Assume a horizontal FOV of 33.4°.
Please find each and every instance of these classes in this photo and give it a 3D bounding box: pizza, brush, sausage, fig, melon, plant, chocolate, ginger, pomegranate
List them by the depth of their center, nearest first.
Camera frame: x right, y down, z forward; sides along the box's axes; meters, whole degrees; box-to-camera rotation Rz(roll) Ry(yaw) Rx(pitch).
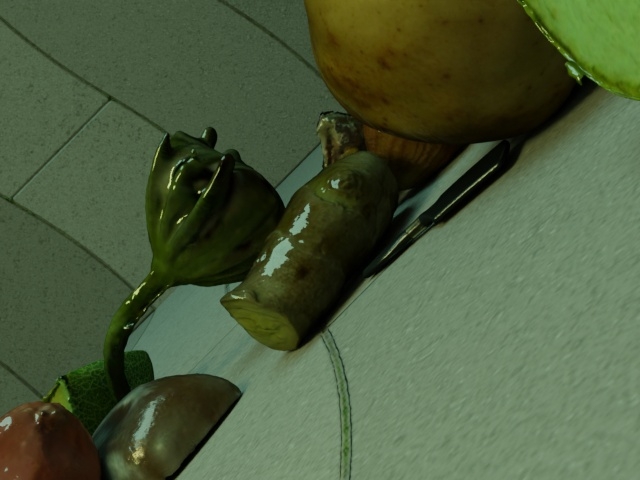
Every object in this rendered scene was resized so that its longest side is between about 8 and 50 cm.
[{"bbox_3d":[0.119,-0.224,0.977,0.307,0.307,0.307,-44,7,7],"label":"pomegranate"},{"bbox_3d":[0.108,-0.025,1.010,0.193,0.016,0.063,-41,8,27],"label":"brush"},{"bbox_3d":[-0.302,0.284,1.030,0.148,0.148,0.254,-35,21,53],"label":"sausage"},{"bbox_3d":[0.000,0.000,1.108,0.116,0.109,0.263,-14,30,49],"label":"ginger"},{"bbox_3d":[-0.199,0.211,1.154,0.157,0.080,0.254,-50,9,-31],"label":"chocolate"},{"bbox_3d":[-0.151,0.041,1.199,0.180,0.251,0.333,21,71,51],"label":"plant"},{"bbox_3d":[0.102,-0.113,1.234,0.119,0.119,0.153,-51,-15,-41],"label":"fig"},{"bbox_3d":[0.046,-0.095,1.279,0.185,0.052,0.195,-52,-33,-7],"label":"pizza"},{"bbox_3d":[-0.283,0.238,1.371,0.169,0.129,0.265,-23,-12,-38],"label":"melon"}]

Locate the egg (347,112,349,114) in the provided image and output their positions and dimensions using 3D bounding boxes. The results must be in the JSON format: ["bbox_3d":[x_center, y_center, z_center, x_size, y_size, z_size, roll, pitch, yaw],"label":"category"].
[{"bbox_3d":[0.100,-0.177,1.436,0.132,0.132,0.172,-47,-5,-17],"label":"egg"}]

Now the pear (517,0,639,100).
[{"bbox_3d":[0.266,-0.180,0.583,0.239,0.139,0.288,-31,0,-12],"label":"pear"}]
